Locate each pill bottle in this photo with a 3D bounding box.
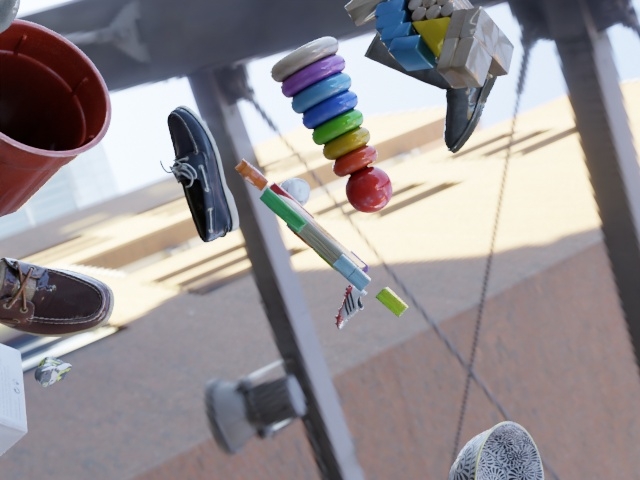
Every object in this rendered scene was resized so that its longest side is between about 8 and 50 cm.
[{"bbox_3d":[-0.062,-0.096,2.328,0.067,0.067,0.120,66,-19,1],"label":"pill bottle"}]

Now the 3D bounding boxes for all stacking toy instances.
[{"bbox_3d":[0.040,-0.206,2.043,0.330,0.141,0.141,62,-28,-2],"label":"stacking toy"}]

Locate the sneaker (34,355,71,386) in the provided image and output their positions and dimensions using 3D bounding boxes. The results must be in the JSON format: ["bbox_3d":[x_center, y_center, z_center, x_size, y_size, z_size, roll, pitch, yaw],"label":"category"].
[{"bbox_3d":[-0.372,0.177,1.493,0.035,0.031,0.083,30,3,11],"label":"sneaker"}]

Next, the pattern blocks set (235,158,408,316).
[{"bbox_3d":[0.000,0.000,1.417,0.285,0.026,0.325,42,2,12],"label":"pattern blocks set"}]

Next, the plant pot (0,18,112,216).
[{"bbox_3d":[-0.534,-0.185,1.856,0.265,0.272,0.272,-41,-107,41],"label":"plant pot"}]

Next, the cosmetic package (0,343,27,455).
[{"bbox_3d":[-0.521,0.209,1.339,0.224,0.225,0.138,-40,-135,21],"label":"cosmetic package"}]

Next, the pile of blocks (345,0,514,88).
[{"bbox_3d":[0.131,-0.281,1.379,0.113,0.149,0.362,38,24,-42],"label":"pile of blocks"}]

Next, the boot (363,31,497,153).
[{"bbox_3d":[0.168,-0.262,1.767,0.076,0.209,0.189,-165,-84,-77],"label":"boot"}]

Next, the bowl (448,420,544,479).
[{"bbox_3d":[0.227,0.332,1.491,0.080,0.170,0.170,-10,-77,42],"label":"bowl"}]

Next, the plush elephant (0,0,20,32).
[{"bbox_3d":[-0.520,-0.418,1.475,0.255,0.272,0.330,-58,-154,22],"label":"plush elephant"}]

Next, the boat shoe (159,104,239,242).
[{"bbox_3d":[-0.231,-0.120,2.013,0.095,0.079,0.254,2,-66,52],"label":"boat shoe"}]

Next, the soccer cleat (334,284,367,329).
[{"bbox_3d":[0.047,0.106,1.698,0.036,0.029,0.083,25,-64,13],"label":"soccer cleat"}]

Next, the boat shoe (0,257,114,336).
[{"bbox_3d":[-0.529,0.089,1.874,0.123,0.342,0.123,79,22,-79],"label":"boat shoe"}]
